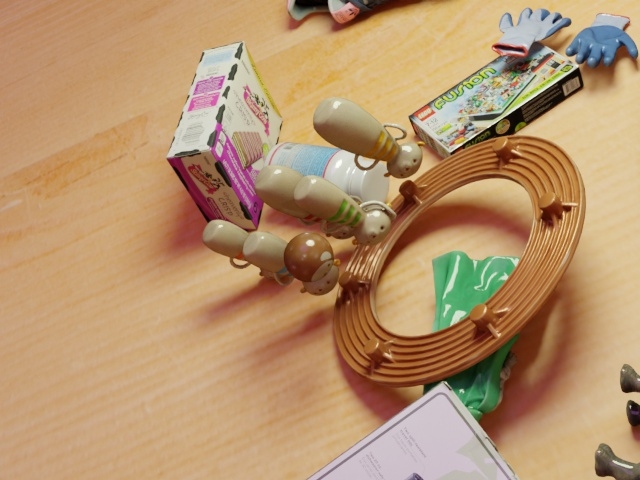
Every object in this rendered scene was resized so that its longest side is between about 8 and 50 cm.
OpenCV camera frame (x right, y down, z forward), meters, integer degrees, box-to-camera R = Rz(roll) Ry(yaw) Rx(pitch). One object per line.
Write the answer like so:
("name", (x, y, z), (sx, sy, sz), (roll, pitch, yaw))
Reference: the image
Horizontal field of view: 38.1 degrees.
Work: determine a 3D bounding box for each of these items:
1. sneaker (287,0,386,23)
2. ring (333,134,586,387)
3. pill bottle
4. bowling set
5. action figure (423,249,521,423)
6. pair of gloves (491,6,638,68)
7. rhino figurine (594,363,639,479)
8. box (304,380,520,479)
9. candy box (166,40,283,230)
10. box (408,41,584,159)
("sneaker", (0.083, -0.409, 1.509), (0.319, 0.112, 0.131), (8, 71, 37))
("ring", (0.137, 0.010, 1.027), (0.337, 0.032, 0.336), (-35, 31, 24))
("pill bottle", (0.007, -0.080, 1.227), (0.160, 0.087, 0.087), (11, 56, 36))
("bowling set", (0.000, 0.000, 1.076), (0.287, 0.154, 0.199), (-43, 37, 29))
("action figure", (0.162, 0.113, 0.971), (0.137, 0.063, 0.232), (-2, 44, 26))
("pair of gloves", (0.331, -0.274, 1.247), (0.198, 0.023, 0.159), (15, 40, 23))
("rhino figurine", (0.329, 0.149, 0.840), (0.106, 0.073, 0.243), (3, 50, 36))
("box", (0.045, 0.279, 0.816), (0.290, 0.087, 0.169), (-36, 67, -6))
("candy box", (-0.128, -0.146, 1.312), (0.071, 0.159, 0.233), (-9, 46, 19))
("box", (0.233, -0.186, 1.243), (0.207, 0.036, 0.114), (-34, 42, -5))
